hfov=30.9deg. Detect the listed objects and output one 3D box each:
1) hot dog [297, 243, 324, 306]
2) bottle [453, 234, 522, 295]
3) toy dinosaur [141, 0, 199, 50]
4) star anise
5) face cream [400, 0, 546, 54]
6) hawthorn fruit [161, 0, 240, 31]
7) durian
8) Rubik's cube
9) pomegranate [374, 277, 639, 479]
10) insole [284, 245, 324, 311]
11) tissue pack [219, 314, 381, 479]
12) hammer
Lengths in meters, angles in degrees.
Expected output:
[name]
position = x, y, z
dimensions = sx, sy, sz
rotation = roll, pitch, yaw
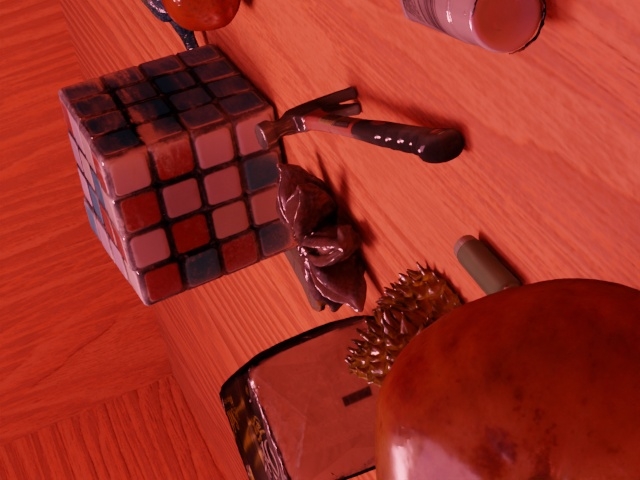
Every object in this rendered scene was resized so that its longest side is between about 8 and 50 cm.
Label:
[hot dog]
position = -0.010, 0.036, 1.623
dimensions = 0.049, 0.037, 0.122
rotation = -142, 35, -68
[bottle]
position = 0.151, 0.027, 1.054
dimensions = 0.083, 0.030, 0.030
rotation = -127, 21, -46
[toy dinosaur]
position = -0.230, -0.390, 1.737
dimensions = 0.147, 0.076, 0.363
rotation = 32, 147, 34
[star anise]
position = 0.002, -0.003, 1.456
dimensions = 0.212, 0.073, 0.197
rotation = 68, 169, -10
[face cream]
position = 0.096, -0.194, 0.903
dimensions = 0.244, 0.058, 0.092
rotation = -129, 16, -64
[hawthorn fruit]
position = -0.156, -0.330, 1.483
dimensions = 0.128, 0.128, 0.128
rotation = 59, 163, 31
[durian]
position = 0.105, 0.119, 1.222
dimensions = 0.139, 0.144, 0.252
rotation = 49, 164, -15
[Rubik's cube]
position = -0.208, -0.102, 1.689
dimensions = 0.259, 0.256, 0.253
rotation = 49, 154, 49
[pomegranate]
position = 0.170, 0.136, 0.762
dimensions = 0.270, 0.252, 0.229
rotation = -20, -79, -63
[insole]
position = -0.074, -0.025, 1.814
dimensions = 0.348, 0.009, 0.119
rotation = 58, 161, 35
[tissue pack]
position = -0.004, 0.224, 1.555
dimensions = 0.370, 0.209, 0.198
rotation = 130, 123, -75
[hammer]
position = 0.043, -0.109, 1.145
dimensions = 0.287, 0.111, 0.033
rotation = 22, 136, 59
